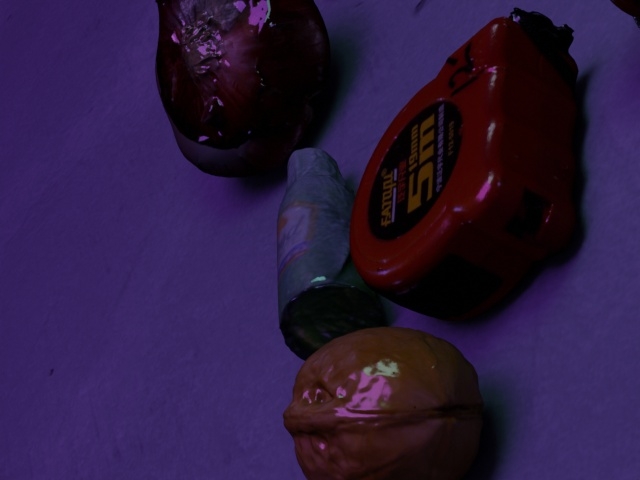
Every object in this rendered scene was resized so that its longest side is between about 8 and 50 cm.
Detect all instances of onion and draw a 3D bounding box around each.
[{"bbox_3d":[-0.078,-0.209,2.331,0.272,0.195,0.272,16,111,49],"label":"onion"}]

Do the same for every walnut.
[{"bbox_3d":[0.053,0.155,1.713,0.207,0.159,0.159,-8,57,53],"label":"walnut"}]

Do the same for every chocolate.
[{"bbox_3d":[0.000,0.000,2.033,0.110,0.110,0.291,-48,26,25],"label":"chocolate"}]

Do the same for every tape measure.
[{"bbox_3d":[0.135,-0.053,1.824,0.260,0.114,0.253,-41,32,42],"label":"tape measure"}]

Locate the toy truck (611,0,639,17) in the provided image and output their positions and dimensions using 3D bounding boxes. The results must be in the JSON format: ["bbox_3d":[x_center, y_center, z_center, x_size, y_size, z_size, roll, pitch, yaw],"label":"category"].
[{"bbox_3d":[0.290,-0.320,1.664,0.239,0.265,0.189,-71,19,0],"label":"toy truck"}]

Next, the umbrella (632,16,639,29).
[{"bbox_3d":[0.287,-0.228,1.832,0.149,0.022,0.022,-94,4,-49],"label":"umbrella"}]
